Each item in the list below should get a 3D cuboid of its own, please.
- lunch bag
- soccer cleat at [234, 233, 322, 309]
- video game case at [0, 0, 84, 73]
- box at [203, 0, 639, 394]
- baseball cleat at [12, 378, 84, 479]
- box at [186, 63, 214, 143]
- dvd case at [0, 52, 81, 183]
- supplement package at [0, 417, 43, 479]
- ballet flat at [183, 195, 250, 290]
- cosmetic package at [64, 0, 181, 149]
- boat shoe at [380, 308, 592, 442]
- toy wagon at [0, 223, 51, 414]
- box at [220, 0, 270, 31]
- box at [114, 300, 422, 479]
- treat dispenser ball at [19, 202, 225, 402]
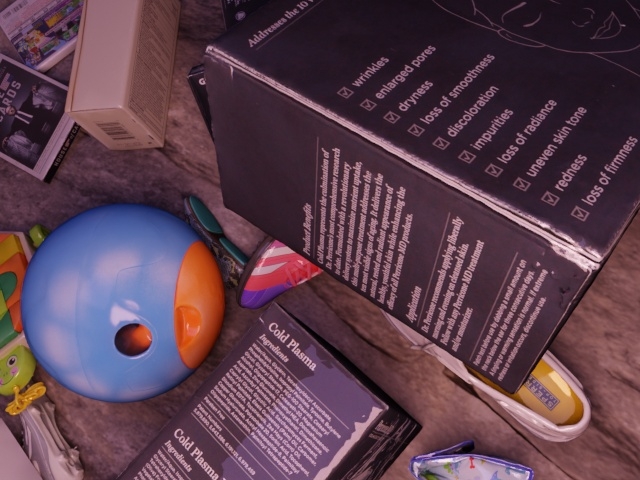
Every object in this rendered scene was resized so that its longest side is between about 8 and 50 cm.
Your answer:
[{"bbox_3d":[0.196,0.317,0.898,0.151,0.129,0.096,10,70,18],"label":"lunch bag"},{"bbox_3d":[0.000,0.000,1.062,0.116,0.109,0.318,41,83,17],"label":"soccer cleat"},{"bbox_3d":[-0.533,-0.447,1.372,0.201,0.023,0.183,-37,68,-1],"label":"video game case"},{"bbox_3d":[0.191,-0.158,0.884,0.471,0.297,0.480,34,59,19],"label":"box"},{"bbox_3d":[-0.457,0.319,1.083,0.109,0.072,0.206,-42,65,5],"label":"baseball cleat"},{"bbox_3d":[-0.082,-0.227,1.120,0.220,0.175,0.051,-15,30,8],"label":"box"},{"bbox_3d":[-0.561,-0.235,1.295,0.238,0.029,0.179,27,88,18],"label":"dvd case"},{"bbox_3d":[-0.559,0.425,0.975,0.198,0.199,0.263,44,100,21],"label":"supplement package"},{"bbox_3d":[-0.181,0.007,1.124,0.070,0.070,0.188,-41,65,-2],"label":"ballet flat"},{"bbox_3d":[-0.343,-0.334,1.218,0.113,0.160,0.310,-2,71,13],"label":"cosmetic package"},{"bbox_3d":[0.210,0.134,0.938,0.136,0.156,0.367,-45,69,-4],"label":"boat shoe"},{"bbox_3d":[-0.536,0.130,1.130,0.267,0.068,0.344,-38,52,0],"label":"toy wagon"},{"bbox_3d":[-0.083,-0.414,1.192,0.163,0.142,0.247,-15,68,9],"label":"box"},{"bbox_3d":[-0.053,0.281,0.853,0.179,0.343,0.312,39,85,22],"label":"box"},{"bbox_3d":[-0.284,0.089,0.998,0.288,0.288,0.288,-4,72,12],"label":"treat dispenser ball"}]
